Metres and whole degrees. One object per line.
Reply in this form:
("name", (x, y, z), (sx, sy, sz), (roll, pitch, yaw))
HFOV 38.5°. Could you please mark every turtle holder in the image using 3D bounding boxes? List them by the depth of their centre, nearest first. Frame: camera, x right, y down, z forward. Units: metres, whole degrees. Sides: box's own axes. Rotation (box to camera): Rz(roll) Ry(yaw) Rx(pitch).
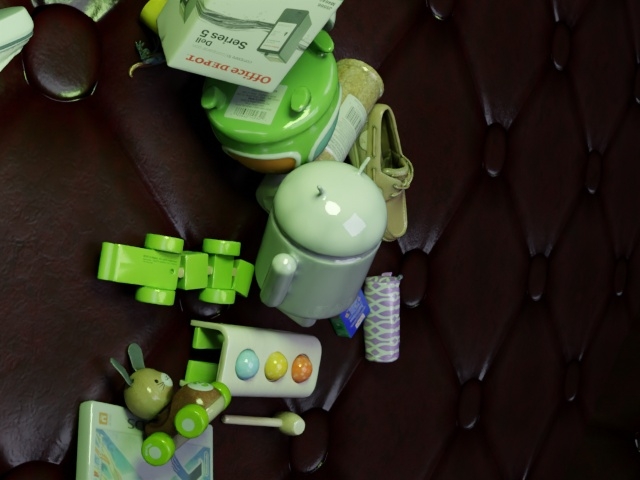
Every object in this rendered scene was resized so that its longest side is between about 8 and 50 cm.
("turtle holder", (-0.082, -0.264, 1.646), (0.227, 0.244, 0.320), (73, 4, -56))

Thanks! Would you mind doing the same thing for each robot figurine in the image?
("robot figurine", (0.000, 0.000, 1.621), (0.300, 0.200, 0.353), (-48, 164, -40))

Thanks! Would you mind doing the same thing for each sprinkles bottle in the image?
("sprinkles bottle", (0.004, -0.198, 1.820), (0.355, 0.121, 0.121), (-61, 137, -26))

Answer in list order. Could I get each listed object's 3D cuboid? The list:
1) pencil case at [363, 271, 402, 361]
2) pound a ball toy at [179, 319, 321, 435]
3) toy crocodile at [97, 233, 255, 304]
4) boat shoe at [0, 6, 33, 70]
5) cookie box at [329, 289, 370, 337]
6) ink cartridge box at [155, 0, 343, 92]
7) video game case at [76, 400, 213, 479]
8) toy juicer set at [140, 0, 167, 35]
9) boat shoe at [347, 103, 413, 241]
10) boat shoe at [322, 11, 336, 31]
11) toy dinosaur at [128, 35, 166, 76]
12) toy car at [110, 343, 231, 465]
("pencil case", (0.140, 0.175, 2.088), (0.088, 0.087, 0.206), (-37, 130, -76))
("pound a ball toy", (-0.111, 0.271, 1.737), (0.319, 0.136, 0.208), (15, 83, -51))
("toy crocodile", (-0.240, 0.050, 1.579), (0.341, 0.105, 0.115), (5, 90, -48))
("boat shoe", (-0.501, -0.163, 1.175), (0.367, 0.136, 0.156), (-45, 128, -35))
("cookie box", (0.056, 0.144, 2.005), (0.092, 0.040, 0.107), (-52, 132, -34))
("ink cartridge box", (-0.096, -0.369, 1.384), (0.198, 0.273, 0.114), (9, 49, -36))
("video game case", (-0.286, 0.452, 1.531), (0.300, 0.036, 0.328), (27, 53, -50))
("toy juicer set", (-0.148, -0.458, 1.544), (0.089, 0.209, 0.329), (49, 44, 8))
("boat shoe", (0.140, -0.141, 2.009), (0.121, 0.110, 0.341), (-46, 129, -38))
("boat shoe", (-0.056, -0.517, 1.707), (0.320, 0.118, 0.103), (43, 56, -50))
("toy dinosaur", (-0.276, -0.307, 1.532), (0.090, 0.047, 0.082), (-45, 157, 12))
("toy car", (-0.265, 0.250, 1.523), (0.188, 0.149, 0.155), (49, 14, 1))
